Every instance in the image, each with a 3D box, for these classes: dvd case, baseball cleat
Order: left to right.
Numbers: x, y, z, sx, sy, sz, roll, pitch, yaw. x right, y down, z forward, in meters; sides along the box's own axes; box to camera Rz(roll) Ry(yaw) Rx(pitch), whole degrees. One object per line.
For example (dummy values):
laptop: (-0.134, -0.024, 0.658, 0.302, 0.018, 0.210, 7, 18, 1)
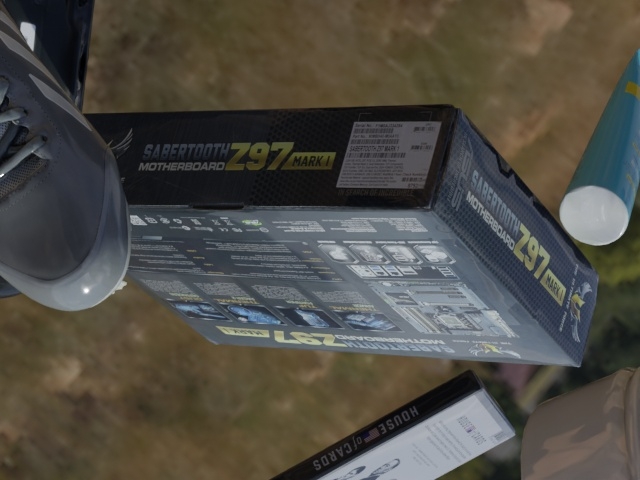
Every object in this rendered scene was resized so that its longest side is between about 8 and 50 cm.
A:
baseball cleat: (-0.148, -0.063, 0.698, 0.072, 0.206, 0.109, -38, 154, 12)
dvd case: (0.061, 0.209, 1.662, 0.238, 0.030, 0.179, -30, 156, 4)

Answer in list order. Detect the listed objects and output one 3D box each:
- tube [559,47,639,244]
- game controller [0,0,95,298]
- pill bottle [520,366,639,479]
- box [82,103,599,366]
tube: (0.235, -0.071, 1.396, 0.207, 0.052, 0.080, -60, 152, -52)
game controller: (-0.206, -0.109, 0.936, 0.067, 0.166, 0.319, -90, -170, -57)
pill bottle: (0.293, 0.077, 0.658, 0.407, 0.229, 0.229, -23, 169, 22)
box: (0.000, 0.000, 0.891, 0.183, 0.232, 0.059, 43, 56, -49)
